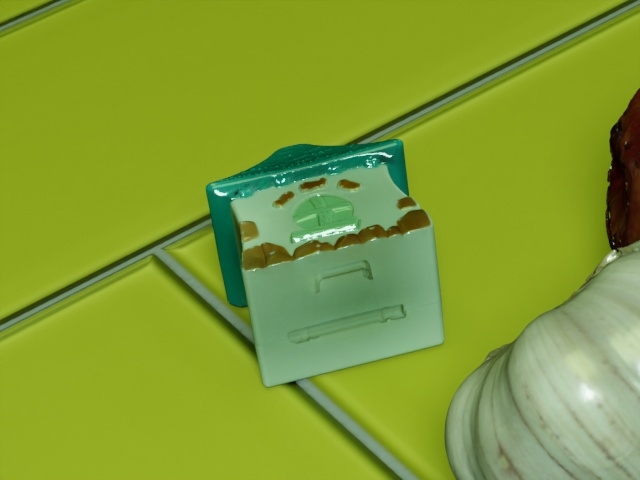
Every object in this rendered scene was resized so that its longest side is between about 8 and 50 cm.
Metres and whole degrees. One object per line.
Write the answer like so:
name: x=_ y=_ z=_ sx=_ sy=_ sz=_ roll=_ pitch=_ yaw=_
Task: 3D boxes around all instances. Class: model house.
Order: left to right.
model house: x=0.000 y=0.000 z=1.201 sx=0.127 sy=0.100 sz=0.149 roll=-14 pitch=37 yaw=-7

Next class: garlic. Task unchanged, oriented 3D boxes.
garlic: x=0.193 y=0.115 z=1.007 sx=0.199 sy=0.199 sz=0.226 roll=-37 pitch=79 yaw=-31

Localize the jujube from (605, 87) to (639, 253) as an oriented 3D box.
jujube: x=0.286 y=-0.026 z=1.112 sx=0.243 sy=0.183 sz=0.183 roll=8 pitch=40 yaw=6
